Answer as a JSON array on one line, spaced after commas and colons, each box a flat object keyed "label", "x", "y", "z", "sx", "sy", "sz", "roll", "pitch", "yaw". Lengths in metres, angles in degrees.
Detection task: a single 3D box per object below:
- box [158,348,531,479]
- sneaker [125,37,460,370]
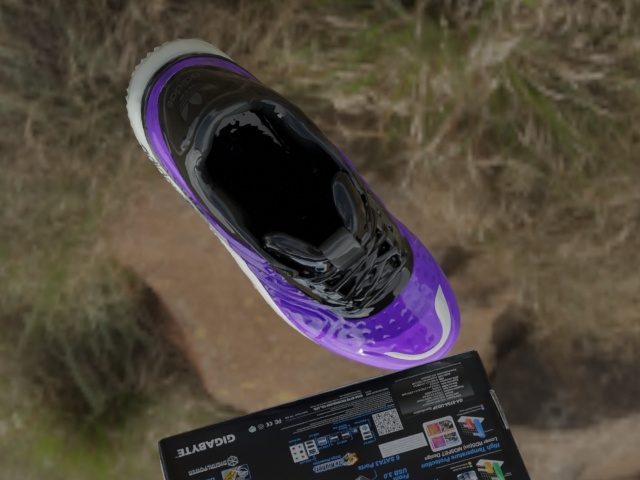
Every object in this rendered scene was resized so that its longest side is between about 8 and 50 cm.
[{"label": "box", "x": 0.024, "y": 0.177, "z": 0.902, "sx": 0.220, "sy": 0.175, "sz": 0.051, "roll": -16, "pitch": 144, "yaw": -7}, {"label": "sneaker", "x": -0.001, "y": 0.000, "z": 0.923, "sx": 0.293, "sy": 0.102, "sz": 0.146, "roll": 44, "pitch": 175, "yaw": -26}]
